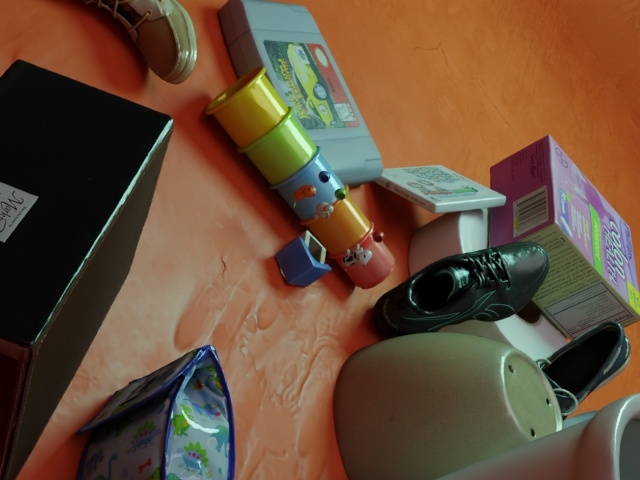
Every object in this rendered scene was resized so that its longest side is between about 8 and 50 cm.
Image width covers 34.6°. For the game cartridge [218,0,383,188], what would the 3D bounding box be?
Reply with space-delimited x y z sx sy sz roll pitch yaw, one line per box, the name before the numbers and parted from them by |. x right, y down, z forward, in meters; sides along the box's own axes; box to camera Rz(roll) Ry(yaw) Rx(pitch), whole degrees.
game cartridge | -0.029 -0.207 1.446 0.196 0.060 0.294 -16 78 -54

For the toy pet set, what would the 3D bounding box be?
toy pet set | 0.000 0.000 1.257 0.122 0.114 0.065 46 25 -21

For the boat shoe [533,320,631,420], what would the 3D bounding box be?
boat shoe | 0.331 0.208 1.442 0.095 0.254 0.079 53 -4 35

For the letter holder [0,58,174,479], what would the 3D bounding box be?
letter holder | -0.259 0.030 0.860 0.152 0.214 0.301 21 40 -2

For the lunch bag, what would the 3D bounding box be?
lunch bag | -0.143 0.175 0.896 0.096 0.129 0.151 37 39 -34

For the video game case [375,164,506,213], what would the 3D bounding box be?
video game case | 0.175 -0.079 1.542 0.157 0.019 0.143 -7 28 -40

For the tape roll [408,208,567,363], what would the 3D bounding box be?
tape roll | 0.258 0.081 1.571 0.286 0.100 0.286 35 40 -36

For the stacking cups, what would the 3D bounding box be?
stacking cups | -0.021 -0.067 1.320 0.316 0.096 0.096 55 32 -17

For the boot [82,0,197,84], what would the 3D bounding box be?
boot | -0.239 -0.279 1.182 0.165 0.077 0.213 3 57 -55

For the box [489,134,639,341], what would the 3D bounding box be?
box | 0.379 0.001 1.600 0.243 0.117 0.213 44 35 -26

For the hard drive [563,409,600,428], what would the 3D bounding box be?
hard drive | 0.358 0.314 1.466 0.255 0.172 0.054 7 35 -54

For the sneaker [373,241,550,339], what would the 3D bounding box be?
sneaker | 0.203 0.063 1.374 0.267 0.106 0.101 -22 72 -19

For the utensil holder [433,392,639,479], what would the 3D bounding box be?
utensil holder | 0.199 0.366 0.980 0.328 0.385 0.327 34 39 -34

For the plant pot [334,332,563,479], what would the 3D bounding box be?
plant pot | 0.180 0.226 1.255 0.284 0.191 0.284 35 38 -34
